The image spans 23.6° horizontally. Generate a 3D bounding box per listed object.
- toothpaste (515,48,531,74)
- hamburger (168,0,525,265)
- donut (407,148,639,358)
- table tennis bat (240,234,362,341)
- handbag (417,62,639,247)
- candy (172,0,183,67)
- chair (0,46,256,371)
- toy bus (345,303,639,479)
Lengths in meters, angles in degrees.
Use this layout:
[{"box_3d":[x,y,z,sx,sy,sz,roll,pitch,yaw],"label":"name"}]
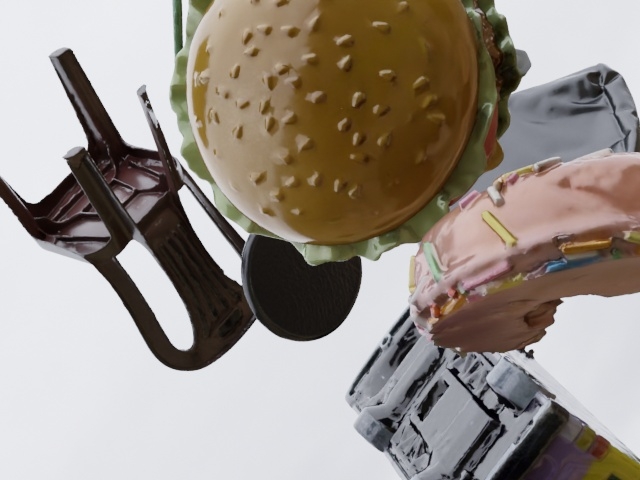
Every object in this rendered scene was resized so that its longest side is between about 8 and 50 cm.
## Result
[{"box_3d":[0.221,-0.209,2.065,0.194,0.067,0.043,-31,36,65],"label":"toothpaste"},{"box_3d":[0.016,-0.120,1.194,0.274,0.274,0.212,-62,-6,17],"label":"hamburger"},{"box_3d":[0.158,0.006,1.029,0.232,0.085,0.199,-22,-20,27],"label":"donut"},{"box_3d":[0.000,0.000,1.666,0.150,0.027,0.236,41,-116,-24],"label":"table tennis bat"},{"box_3d":[0.263,-0.051,1.879,0.301,0.275,0.178,-19,-47,12],"label":"handbag"},{"box_3d":[-0.145,-0.311,1.540,0.092,0.093,0.336,-30,-39,-33],"label":"candy"},{"box_3d":[-0.211,-0.025,1.680,0.175,0.183,0.326,-47,-48,-26],"label":"chair"},{"box_3d":[0.213,0.242,1.885,0.249,0.440,0.209,34,-85,-21],"label":"toy bus"}]
